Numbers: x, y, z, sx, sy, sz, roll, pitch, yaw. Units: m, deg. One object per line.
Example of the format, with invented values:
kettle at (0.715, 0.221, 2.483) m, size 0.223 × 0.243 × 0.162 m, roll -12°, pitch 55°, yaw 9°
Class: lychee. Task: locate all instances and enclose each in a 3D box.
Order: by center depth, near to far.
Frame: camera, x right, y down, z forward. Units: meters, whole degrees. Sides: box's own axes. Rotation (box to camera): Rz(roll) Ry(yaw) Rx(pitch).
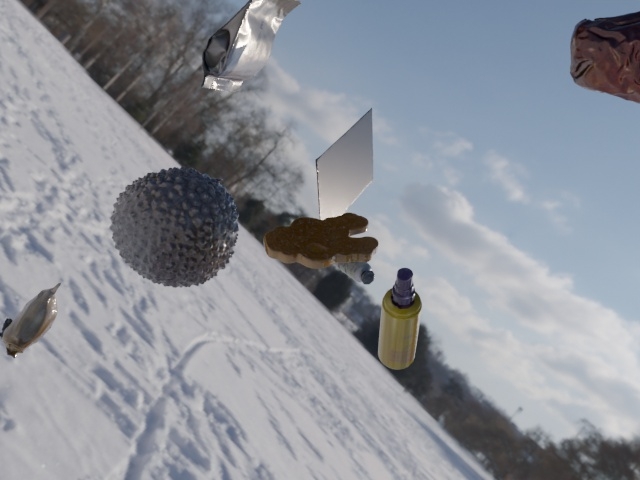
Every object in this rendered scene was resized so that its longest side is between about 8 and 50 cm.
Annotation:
lychee at (-0.336, -0.033, 1.658) m, size 0.300 × 0.300 × 0.300 m, roll 42°, pitch -5°, yaw 4°

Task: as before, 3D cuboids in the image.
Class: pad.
pad at (0.062, -0.162, 1.670) m, size 0.005 × 0.300 × 0.202 m, roll 13°, pitch -53°, yaw 23°

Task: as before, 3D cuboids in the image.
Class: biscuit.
biscuit at (0.000, 0.002, 1.486) m, size 0.144 × 0.236 × 0.040 m, roll -116°, pitch -157°, yaw -49°

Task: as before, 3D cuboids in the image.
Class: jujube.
jujube at (0.631, -0.333, 1.308) m, size 0.342 × 0.216 × 0.216 m, roll 10°, pitch -15°, yaw 15°

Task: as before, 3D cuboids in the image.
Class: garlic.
garlic at (-0.516, 0.145, 1.303) m, size 0.084 × 0.152 × 0.066 m, roll 10°, pitch -29°, yaw 52°

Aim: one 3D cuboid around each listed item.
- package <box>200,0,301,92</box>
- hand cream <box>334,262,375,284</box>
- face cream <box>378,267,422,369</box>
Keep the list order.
package at (-0.155, -0.425, 1.514) m, size 0.062 × 0.251 × 0.204 m, roll 40°, pitch 16°, yaw 7°
hand cream at (0.060, 0.041, 1.799) m, size 0.050 × 0.080 × 0.234 m, roll 27°, pitch 8°, yaw -39°
face cream at (0.157, 0.151, 1.410) m, size 0.078 × 0.078 × 0.273 m, roll 40°, pitch -29°, yaw 31°
